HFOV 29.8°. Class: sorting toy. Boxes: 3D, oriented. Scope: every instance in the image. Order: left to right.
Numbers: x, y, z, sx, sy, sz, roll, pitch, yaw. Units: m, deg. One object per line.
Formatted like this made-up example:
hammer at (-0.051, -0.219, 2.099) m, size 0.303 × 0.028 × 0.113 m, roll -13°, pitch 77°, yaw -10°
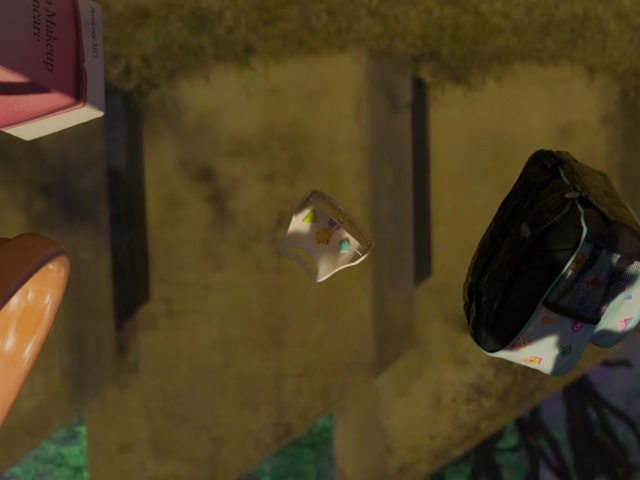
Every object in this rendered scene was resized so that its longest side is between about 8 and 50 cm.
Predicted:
sorting toy at (0.000, 0.000, 1.175) m, size 0.083 × 0.075 × 0.045 m, roll 42°, pitch -165°, yaw -4°

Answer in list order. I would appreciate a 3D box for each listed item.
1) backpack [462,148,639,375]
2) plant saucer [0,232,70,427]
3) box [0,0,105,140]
backpack at (0.224, 0.032, 1.143) m, size 0.144 × 0.188 × 0.166 m, roll 24°, pitch -155°, yaw -25°
plant saucer at (-0.150, 0.081, 0.402) m, size 0.037 × 0.200 × 0.200 m, roll 29°, pitch -172°, yaw -2°
box at (-0.361, -0.222, 1.331) m, size 0.127 × 0.148 × 0.232 m, roll -13°, pitch 163°, yaw 27°
